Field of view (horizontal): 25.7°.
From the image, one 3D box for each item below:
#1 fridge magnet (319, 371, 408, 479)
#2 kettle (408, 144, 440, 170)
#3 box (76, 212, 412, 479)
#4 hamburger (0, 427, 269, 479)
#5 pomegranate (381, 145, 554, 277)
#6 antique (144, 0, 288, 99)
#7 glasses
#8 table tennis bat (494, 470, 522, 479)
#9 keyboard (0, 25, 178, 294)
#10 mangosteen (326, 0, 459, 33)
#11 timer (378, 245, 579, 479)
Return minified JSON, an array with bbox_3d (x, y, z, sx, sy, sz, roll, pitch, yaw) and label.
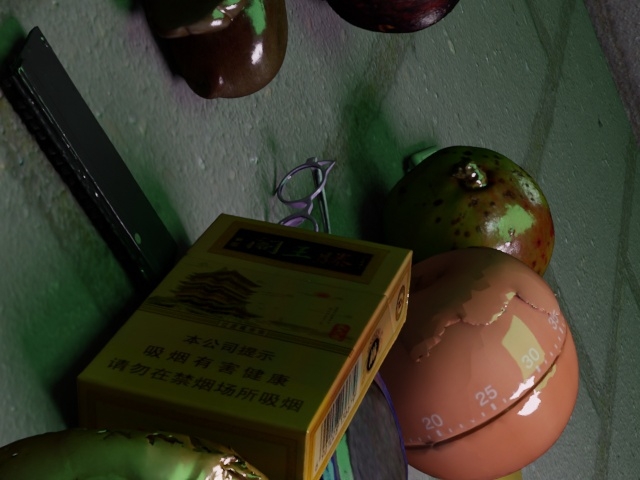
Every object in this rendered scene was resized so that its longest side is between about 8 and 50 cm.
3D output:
[{"bbox_3d":[0.000,0.193,1.214,0.265,0.113,0.265,-13,90,-69],"label":"fridge magnet"},{"bbox_3d":[0.165,-0.050,1.767,0.148,0.127,0.098,-37,142,-67],"label":"kettle"},{"bbox_3d":[-0.049,0.081,1.079,0.274,0.174,0.076,-54,153,-57],"label":"box"},{"bbox_3d":[-0.112,0.233,0.774,0.245,0.260,0.211,34,42,-47],"label":"hamburger"},{"bbox_3d":[0.158,0.015,1.599,0.198,0.198,0.246,-20,130,-66],"label":"pomegranate"},{"bbox_3d":[-0.079,-0.248,1.300,0.143,0.121,0.257,56,30,-50],"label":"antique"},{"bbox_3d":[0.000,0.000,1.393,0.104,0.062,0.140,56,31,-39],"label":"glasses"},{"bbox_3d":[0.211,0.295,1.696,0.198,0.050,0.320,5,69,-64],"label":"table tennis bat"},{"bbox_3d":[-0.176,-0.056,1.094,0.072,0.023,0.231,-84,150,-53],"label":"keyboard"},{"bbox_3d":[0.103,-0.354,1.577,0.228,0.265,0.228,-24,90,-87],"label":"mangosteen"},{"bbox_3d":[0.146,0.124,1.430,0.215,0.230,0.229,63,27,-20],"label":"timer"}]
